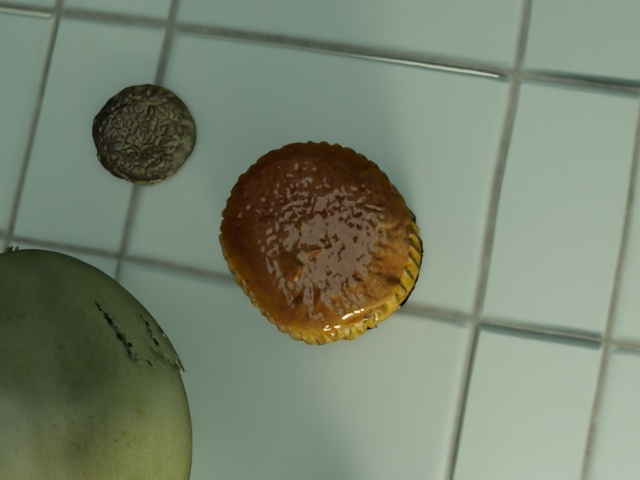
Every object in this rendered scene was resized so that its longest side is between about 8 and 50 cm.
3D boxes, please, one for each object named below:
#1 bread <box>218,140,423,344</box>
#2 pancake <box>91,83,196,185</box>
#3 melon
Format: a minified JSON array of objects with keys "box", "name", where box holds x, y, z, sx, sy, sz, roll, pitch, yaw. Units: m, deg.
[{"box":[-0.001,0.001,1.125,0.199,0.104,0.199,-1,81,9],"name":"bread"},{"box":[-0.187,-0.111,1.220,0.114,0.011,0.115,-1,82,10],"name":"pancake"},{"box":[-0.254,0.155,1.067,0.268,0.268,0.330,-25,67,6],"name":"melon"}]
